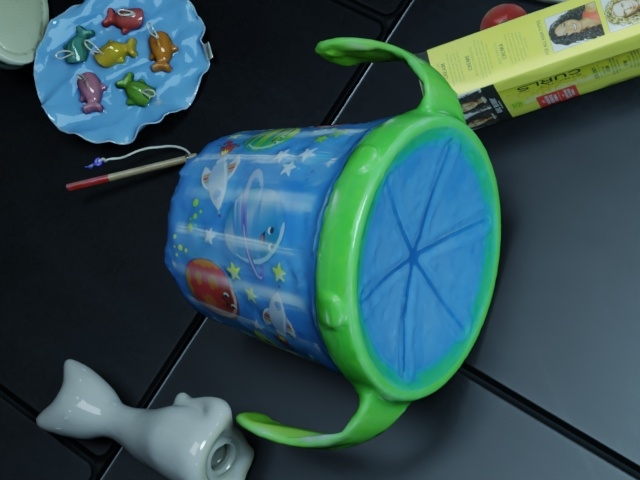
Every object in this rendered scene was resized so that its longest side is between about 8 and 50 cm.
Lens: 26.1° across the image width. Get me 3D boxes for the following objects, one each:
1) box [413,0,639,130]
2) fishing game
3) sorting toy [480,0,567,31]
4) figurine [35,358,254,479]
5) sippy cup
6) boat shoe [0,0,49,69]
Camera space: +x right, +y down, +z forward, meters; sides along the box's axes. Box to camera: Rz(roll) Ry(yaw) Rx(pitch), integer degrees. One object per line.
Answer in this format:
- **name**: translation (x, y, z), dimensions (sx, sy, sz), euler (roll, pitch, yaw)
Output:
- **box**: translation (0.205, -0.161, 1.205), dimensions (0.232, 0.087, 0.058), euler (-18, 67, 14)
- **fishing game**: translation (-0.202, -0.184, 1.389), dimensions (0.189, 0.041, 0.264), euler (-12, 69, 6)
- **sorting toy**: translation (0.246, -0.288, 1.257), dimensions (0.132, 0.046, 0.274), euler (16, 77, 26)
- **figurine**: translation (-0.189, 0.221, 1.223), dimensions (0.209, 0.092, 0.215), euler (15, 76, 30)
- **sippy cup**: translation (0.000, 0.000, 1.161), dimensions (0.224, 0.240, 0.305), euler (10, 51, 35)
- **boat shoe**: translation (-0.402, -0.307, 1.487), dimensions (0.113, 0.127, 0.340), euler (-38, 74, 34)
